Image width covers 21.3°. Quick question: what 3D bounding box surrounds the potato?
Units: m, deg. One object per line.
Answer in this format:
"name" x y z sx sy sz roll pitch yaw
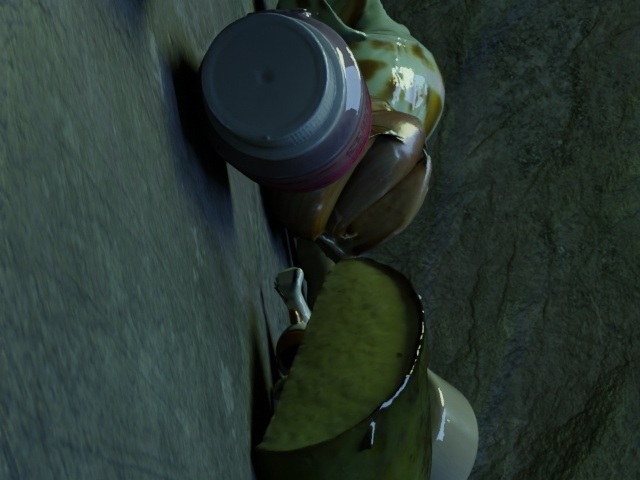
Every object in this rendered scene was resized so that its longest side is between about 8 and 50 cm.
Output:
"potato" 0.047 0.191 1.493 0.269 0.112 0.255 -64 152 -49

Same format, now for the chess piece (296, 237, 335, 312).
"chess piece" 0.000 0.000 2.006 0.090 0.090 0.200 54 14 -79

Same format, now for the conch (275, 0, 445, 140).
"conch" 0.036 -0.201 2.124 0.249 0.197 0.368 41 18 -32

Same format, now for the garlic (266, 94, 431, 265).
"garlic" 0.015 -0.084 1.878 0.160 0.191 0.214 40 7 38

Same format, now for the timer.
"timer" 0.027 0.150 1.668 0.266 0.175 0.175 50 24 -46

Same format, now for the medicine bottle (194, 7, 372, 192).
"medicine bottle" -0.032 -0.118 1.419 0.247 0.147 0.147 29 50 -83
